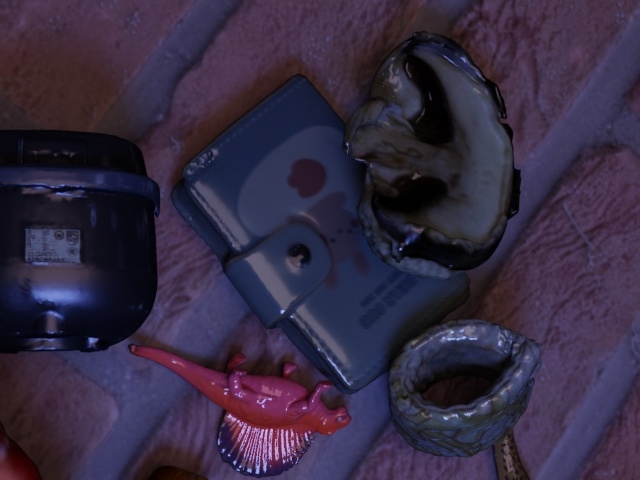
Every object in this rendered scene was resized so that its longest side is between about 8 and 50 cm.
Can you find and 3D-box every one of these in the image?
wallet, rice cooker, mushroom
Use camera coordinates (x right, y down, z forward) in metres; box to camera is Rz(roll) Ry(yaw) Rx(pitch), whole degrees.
[{"bbox_3d":[0.000,0.000,1.546,0.252,0.083,0.360,-40,93,-23],"label":"wallet"},{"bbox_3d":[-0.298,0.007,1.371,0.267,0.267,0.225,3,76,-15],"label":"rice cooker"},{"bbox_3d":[0.122,-0.092,1.530,0.247,0.130,0.344,17,51,-24],"label":"mushroom"}]

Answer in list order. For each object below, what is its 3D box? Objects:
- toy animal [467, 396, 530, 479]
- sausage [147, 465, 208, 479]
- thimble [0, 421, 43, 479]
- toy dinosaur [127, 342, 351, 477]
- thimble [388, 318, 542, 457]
[{"bbox_3d":[0.223,0.329,1.570,0.149,0.054,0.276,20,78,-9],"label":"toy animal"},{"bbox_3d":[-0.227,0.388,1.419,0.089,0.083,0.300,38,76,-8],"label":"sausage"},{"bbox_3d":[-0.401,0.267,1.256,0.230,0.350,0.350,-39,93,-18],"label":"thimble"},{"bbox_3d":[-0.103,0.210,1.504,0.286,0.070,0.139,11,101,-12],"label":"toy dinosaur"},{"bbox_3d":[0.174,0.175,1.508,0.190,0.143,0.137,-20,60,-3],"label":"thimble"}]
